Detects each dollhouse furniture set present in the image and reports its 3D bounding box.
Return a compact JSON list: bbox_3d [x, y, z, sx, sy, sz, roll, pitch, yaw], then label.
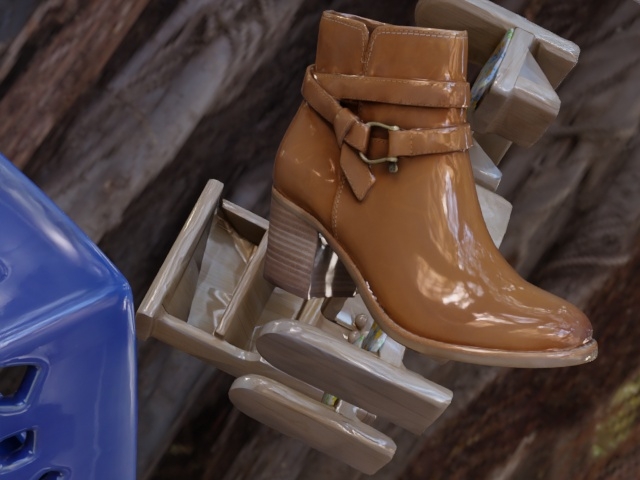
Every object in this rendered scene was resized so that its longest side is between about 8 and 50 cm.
[{"bbox_3d":[0.000,0.000,1.087,0.256,0.362,0.394,26,-29,-2],"label":"dollhouse furniture set"}]

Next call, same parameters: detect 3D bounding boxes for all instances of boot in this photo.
[{"bbox_3d":[0.058,-0.028,0.596,0.197,0.152,0.073,19,13,28],"label":"boot"}]

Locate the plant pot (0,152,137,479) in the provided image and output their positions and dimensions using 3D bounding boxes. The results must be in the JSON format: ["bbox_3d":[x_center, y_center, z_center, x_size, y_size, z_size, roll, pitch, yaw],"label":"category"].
[{"bbox_3d":[-0.251,0.084,0.655,0.236,0.212,0.236,39,-41,33],"label":"plant pot"}]

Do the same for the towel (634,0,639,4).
[{"bbox_3d":[0.375,-0.298,1.172,0.248,0.325,0.038,27,-44,-13],"label":"towel"}]
